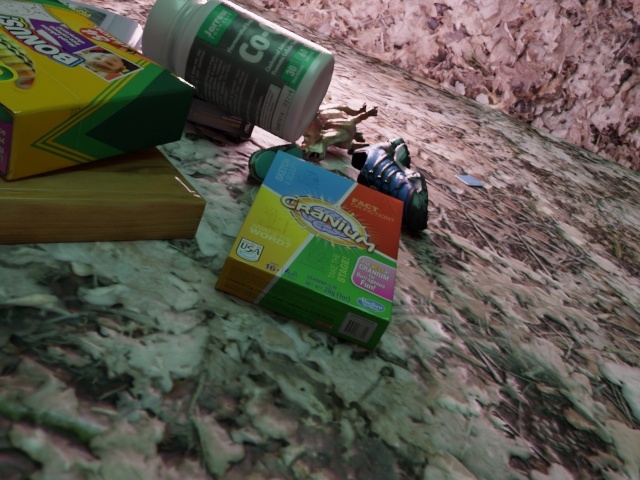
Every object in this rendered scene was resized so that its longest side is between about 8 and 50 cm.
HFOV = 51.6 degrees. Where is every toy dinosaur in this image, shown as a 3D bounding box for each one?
[{"bbox_3d":[0.021,-0.283,1.612,0.200,0.127,0.296,3,19,-7],"label":"toy dinosaur"}]

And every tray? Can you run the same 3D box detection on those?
[{"bbox_3d":[-0.384,-0.083,0.907,0.410,0.076,0.203,-1,35,-44],"label":"tray"}]

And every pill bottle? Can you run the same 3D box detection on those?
[{"bbox_3d":[-0.170,-0.367,1.369,0.360,0.204,0.204,27,25,4],"label":"pill bottle"}]

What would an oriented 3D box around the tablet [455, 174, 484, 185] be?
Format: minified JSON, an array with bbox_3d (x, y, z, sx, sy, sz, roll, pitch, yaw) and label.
[{"bbox_3d":[0.419,-0.168,1.862,0.083,0.006,0.054,-2,35,-45],"label":"tablet"}]

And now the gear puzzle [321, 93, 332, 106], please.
[{"bbox_3d":[-0.045,-0.398,1.873,0.175,0.044,0.339,16,29,-22],"label":"gear puzzle"}]

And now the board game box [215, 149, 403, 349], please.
[{"bbox_3d":[0.000,0.000,1.027,0.242,0.064,0.317,22,36,-5],"label":"board game box"}]

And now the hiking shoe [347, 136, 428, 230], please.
[{"bbox_3d":[0.148,-0.112,1.434,0.131,0.113,0.304,-9,36,-4],"label":"hiking shoe"}]

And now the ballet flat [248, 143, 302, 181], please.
[{"bbox_3d":[-0.106,-0.157,1.327,0.070,0.070,0.188,33,24,18],"label":"ballet flat"}]

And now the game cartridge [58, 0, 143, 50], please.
[{"bbox_3d":[-0.522,-0.423,1.343,0.293,0.060,0.196,11,38,-8],"label":"game cartridge"}]

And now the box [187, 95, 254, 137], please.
[{"bbox_3d":[-0.251,-0.326,1.519,0.182,0.056,0.231,12,28,-22],"label":"box"}]

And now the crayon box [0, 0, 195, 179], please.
[{"bbox_3d":[-0.425,-0.248,0.960,0.362,0.106,0.313,34,30,18],"label":"crayon box"}]
